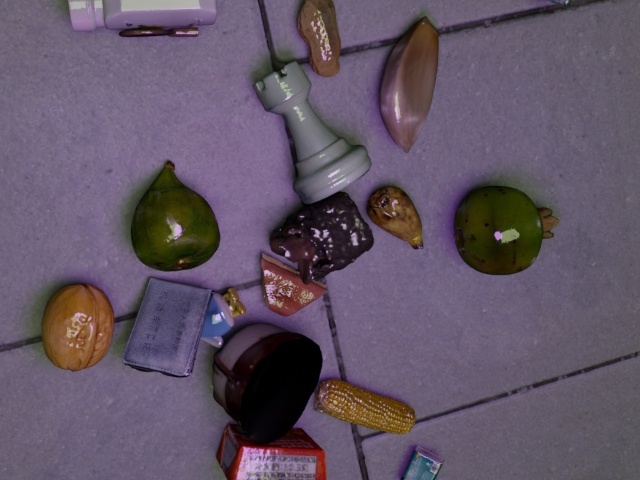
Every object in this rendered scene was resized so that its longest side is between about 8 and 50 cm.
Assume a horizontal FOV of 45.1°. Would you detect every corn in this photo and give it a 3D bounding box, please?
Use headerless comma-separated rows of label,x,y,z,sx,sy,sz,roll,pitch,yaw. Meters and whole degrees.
corn,0.122,0.439,1.999,0.293,0.106,0.106,22,97,-17

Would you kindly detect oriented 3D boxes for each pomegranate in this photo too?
pomegranate,0.476,-0.028,1.923,0.302,0.236,0.235,-6,105,-25

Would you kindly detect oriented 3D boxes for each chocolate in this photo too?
chocolate,-0.119,0.533,1.896,0.238,0.235,0.108,9,90,-16
chocolate,-0.146,0.321,1.833,0.284,0.186,0.283,-36,138,-42

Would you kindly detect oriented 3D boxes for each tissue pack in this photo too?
tissue pack,0.277,0.628,2.102,0.085,0.079,0.111,25,97,14

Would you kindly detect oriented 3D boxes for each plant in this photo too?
plant,0.000,0.000,1.816,0.234,0.204,0.178,-35,100,-15

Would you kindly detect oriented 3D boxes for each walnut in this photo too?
walnut,-0.548,0.198,1.745,0.159,0.159,0.206,8,96,-16

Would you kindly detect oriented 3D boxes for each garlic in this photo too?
garlic,0.206,-0.372,1.817,0.143,0.112,0.318,15,93,-40

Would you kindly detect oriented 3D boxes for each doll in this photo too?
doll,-0.296,0.201,1.838,0.241,0.099,0.135,-29,114,-8

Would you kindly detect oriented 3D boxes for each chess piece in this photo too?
chess piece,-0.030,-0.252,1.759,0.195,0.194,0.299,-31,100,-5

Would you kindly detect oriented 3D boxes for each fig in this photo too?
fig,-0.343,-0.060,1.750,0.203,0.203,0.235,-18,68,-9

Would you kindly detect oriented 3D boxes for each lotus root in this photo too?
lotus root,0.194,-0.054,1.906,0.108,0.094,0.190,-34,119,18

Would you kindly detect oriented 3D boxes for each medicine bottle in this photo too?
medicine bottle,-0.371,-0.498,1.612,0.296,0.161,0.111,-5,101,-14

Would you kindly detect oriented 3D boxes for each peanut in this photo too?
peanut,0.000,-0.469,1.754,0.093,0.083,0.194,-15,106,-25

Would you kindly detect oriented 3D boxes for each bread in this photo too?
bread,-0.088,0.120,1.885,0.192,0.067,0.119,30,87,-20

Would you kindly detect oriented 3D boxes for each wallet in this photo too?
wallet,-0.350,0.200,1.771,0.167,0.036,0.222,11,70,11

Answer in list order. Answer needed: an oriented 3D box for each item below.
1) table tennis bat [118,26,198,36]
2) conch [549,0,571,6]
table tennis bat,-0.346,-0.399,1.673,0.170,0.107,0.119,-7,104,-17
conch,0.565,-0.657,1.825,0.196,0.134,0.202,-4,103,-12
